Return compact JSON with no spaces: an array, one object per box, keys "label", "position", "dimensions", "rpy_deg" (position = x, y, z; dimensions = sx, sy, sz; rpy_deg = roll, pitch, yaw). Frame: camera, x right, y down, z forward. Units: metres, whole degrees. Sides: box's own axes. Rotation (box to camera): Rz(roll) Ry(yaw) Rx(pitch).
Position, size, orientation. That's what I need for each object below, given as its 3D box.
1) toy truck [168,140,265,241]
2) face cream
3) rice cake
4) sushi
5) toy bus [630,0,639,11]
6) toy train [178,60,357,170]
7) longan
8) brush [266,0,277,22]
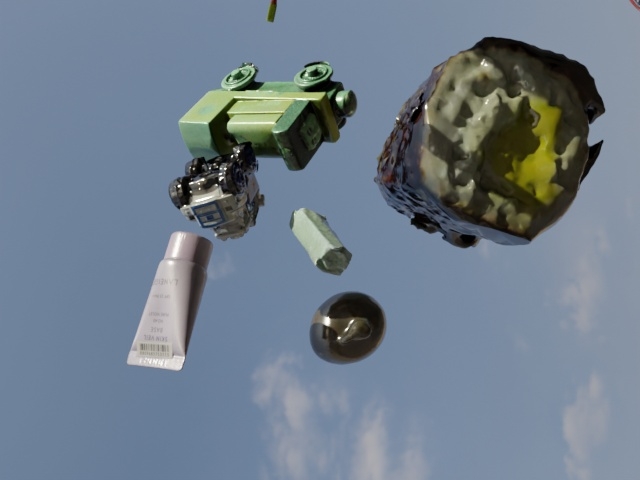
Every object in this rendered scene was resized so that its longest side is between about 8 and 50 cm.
[{"label":"toy truck","position":[-0.203,-0.094,1.521],"dimensions":[0.213,0.161,0.177],"rpy_deg":[-71,-37,-57]},{"label":"face cream","position":[-0.293,0.122,1.419],"dimensions":[0.096,0.154,0.274],"rpy_deg":[41,-124,-51]},{"label":"rice cake","position":[0.000,0.000,1.398],"dimensions":[0.069,0.206,0.063],"rpy_deg":[21,-72,-31]},{"label":"sushi","position":[0.253,-0.144,1.104],"dimensions":[0.281,0.294,0.299],"rpy_deg":[40,-97,-1]},{"label":"toy bus","position":[0.623,-0.467,1.189],"dimensions":[0.074,0.234,0.096],"rpy_deg":[62,179,21]},{"label":"toy train","position":[-0.119,-0.280,1.616],"dimensions":[0.253,0.396,0.160],"rpy_deg":[-56,-40,-36]},{"label":"longan","position":[0.064,0.198,1.596],"dimensions":[0.184,0.204,0.159],"rpy_deg":[-36,-84,-15]},{"label":"brush","position":[-0.111,-0.559,1.685],"dimensions":[0.018,0.083,0.021],"rpy_deg":[14,-140,-4]}]
